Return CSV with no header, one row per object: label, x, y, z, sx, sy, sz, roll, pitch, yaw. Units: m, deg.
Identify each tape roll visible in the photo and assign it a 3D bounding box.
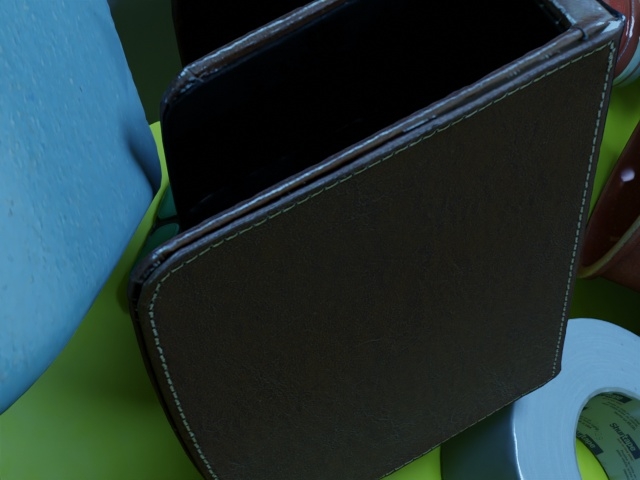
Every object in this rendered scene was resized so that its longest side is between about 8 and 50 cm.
tape roll,0.189,0.165,0.696,0.219,0.072,0.219,19,52,-27

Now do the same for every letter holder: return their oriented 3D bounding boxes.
letter holder,0.000,0.000,0.511,0.214,0.302,0.152,-30,59,-11

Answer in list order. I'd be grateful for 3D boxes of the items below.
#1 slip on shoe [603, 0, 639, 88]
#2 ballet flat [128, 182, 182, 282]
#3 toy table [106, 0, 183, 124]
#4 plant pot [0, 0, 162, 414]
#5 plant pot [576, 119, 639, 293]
slip on shoe,0.237,-0.302,0.999,0.101,0.123,0.331,9,63,-28
ballet flat,-0.083,-0.004,0.626,0.041,0.041,0.114,33,48,-16
toy table,-0.165,-0.141,0.519,0.274,0.252,0.161,-18,74,-15
plant pot,-0.208,-0.036,0.290,0.252,0.247,0.247,-91,169,-58
plant pot,0.376,-0.028,0.769,0.265,0.272,0.272,29,47,5
